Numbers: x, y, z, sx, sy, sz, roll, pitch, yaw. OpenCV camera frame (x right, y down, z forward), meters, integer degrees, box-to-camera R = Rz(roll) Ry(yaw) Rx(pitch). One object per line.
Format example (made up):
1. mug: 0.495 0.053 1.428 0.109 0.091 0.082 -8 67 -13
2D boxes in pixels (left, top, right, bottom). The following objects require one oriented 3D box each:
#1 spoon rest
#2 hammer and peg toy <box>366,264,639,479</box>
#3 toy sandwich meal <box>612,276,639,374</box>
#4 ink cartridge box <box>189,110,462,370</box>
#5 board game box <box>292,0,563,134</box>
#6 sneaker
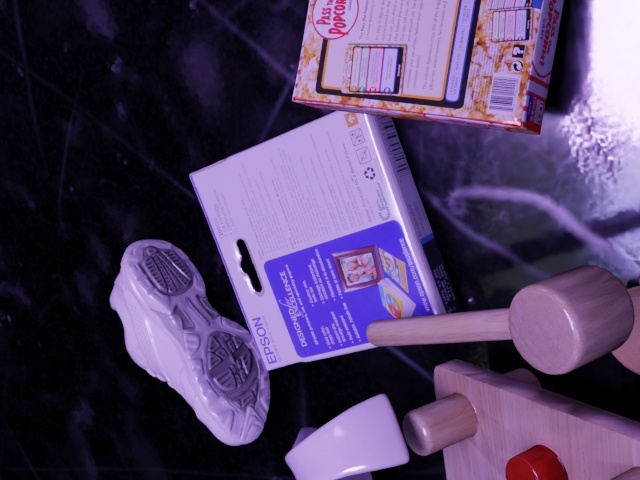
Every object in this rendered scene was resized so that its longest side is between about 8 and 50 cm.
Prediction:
1. spoon rest: 0.011 0.209 0.805 0.276 0.084 0.137 100 154 -61
2. hammer and peg toy: 0.173 0.180 0.682 0.266 0.127 0.361 11 114 59
3. toy sandwich meal: 0.252 0.063 0.692 0.085 0.029 0.086 14 118 29
4. ink cartridge box: 0.000 0.000 0.829 0.208 0.045 0.206 -18 94 35
5. board game box: 0.080 -0.164 0.696 0.193 0.045 0.147 12 95 30
6. sneaker: -0.138 0.115 0.948 0.232 0.090 0.115 56 134 17
